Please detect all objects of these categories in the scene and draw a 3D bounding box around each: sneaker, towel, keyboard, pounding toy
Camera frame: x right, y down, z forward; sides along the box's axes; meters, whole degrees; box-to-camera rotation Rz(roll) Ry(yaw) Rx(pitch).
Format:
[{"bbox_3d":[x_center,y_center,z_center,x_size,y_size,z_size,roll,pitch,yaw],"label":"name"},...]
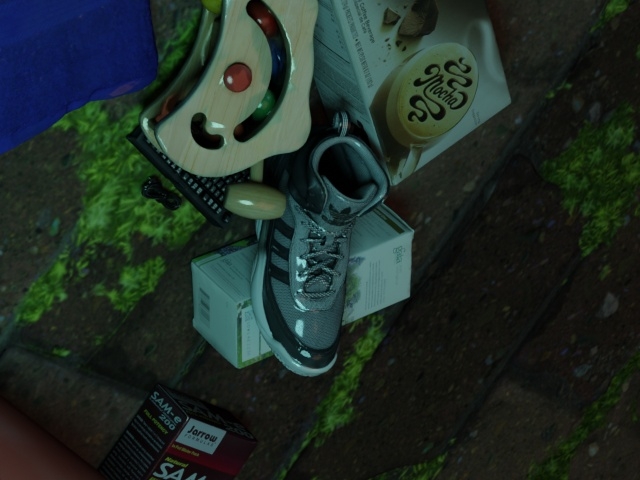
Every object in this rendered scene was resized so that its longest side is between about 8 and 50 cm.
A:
[{"bbox_3d":[0.000,0.000,1.943,0.101,0.153,0.268,2,80,-25],"label":"sneaker"},{"bbox_3d":[-0.257,-0.241,1.689,0.228,0.076,0.308,-29,135,-32],"label":"towel"},{"bbox_3d":[-0.133,-0.073,1.956,0.108,0.023,0.180,-46,138,-3],"label":"keyboard"},{"bbox_3d":[-0.102,-0.152,1.870,0.154,0.155,0.269,-1,105,-20],"label":"pounding toy"}]

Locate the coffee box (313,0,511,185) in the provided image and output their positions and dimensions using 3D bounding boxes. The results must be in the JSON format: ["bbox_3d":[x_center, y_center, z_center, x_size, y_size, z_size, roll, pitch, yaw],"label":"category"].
[{"bbox_3d":[0.074,-0.226,1.947,0.168,0.119,0.297,-35,137,-15],"label":"coffee box"}]

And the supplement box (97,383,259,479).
[{"bbox_3d":[-0.191,0.290,2.140,0.130,0.073,0.239,27,100,-48],"label":"supplement box"}]

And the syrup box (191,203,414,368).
[{"bbox_3d":[-0.018,0.041,2.086,0.237,0.096,0.093,-23,133,-28],"label":"syrup box"}]

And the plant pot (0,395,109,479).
[{"bbox_3d":[-0.341,0.270,1.837,0.275,0.243,0.275,-32,148,-23],"label":"plant pot"}]
